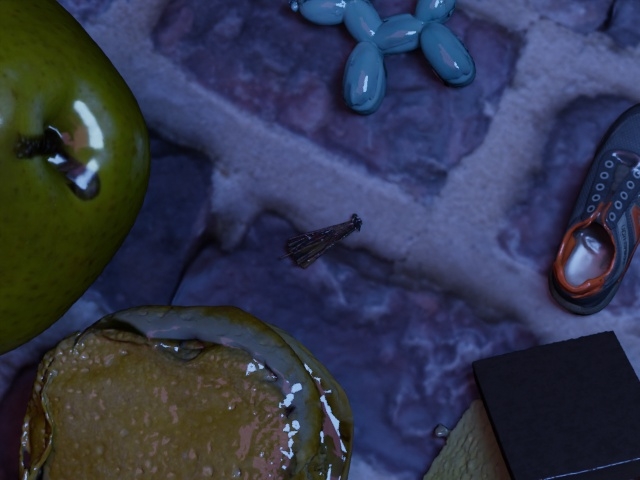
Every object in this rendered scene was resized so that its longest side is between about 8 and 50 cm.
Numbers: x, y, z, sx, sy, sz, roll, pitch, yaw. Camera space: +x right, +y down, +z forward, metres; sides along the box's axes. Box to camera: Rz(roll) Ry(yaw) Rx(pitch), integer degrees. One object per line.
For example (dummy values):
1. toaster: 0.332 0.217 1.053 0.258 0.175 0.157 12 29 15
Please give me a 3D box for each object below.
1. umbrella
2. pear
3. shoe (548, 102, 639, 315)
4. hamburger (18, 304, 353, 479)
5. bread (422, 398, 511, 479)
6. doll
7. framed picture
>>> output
1. umbrella: 0.001 0.000 1.485 0.083 0.020 0.031 -25 80 3
2. pear: -0.341 -0.066 1.396 0.418 0.362 0.362 -5 82 37
3. shoe: 0.252 -0.029 1.402 0.074 0.077 0.194 23 89 14
4. hamburger: -0.119 0.199 1.415 0.318 0.158 0.319 -1 84 12
5. bread: 0.131 0.285 1.382 0.178 0.142 0.266 33 93 -2
6. doll: 0.053 -0.197 1.475 0.159 0.059 0.158 -9 83 12
7. framed picture: 0.205 0.142 1.350 0.128 0.168 0.023 -13 122 -2
